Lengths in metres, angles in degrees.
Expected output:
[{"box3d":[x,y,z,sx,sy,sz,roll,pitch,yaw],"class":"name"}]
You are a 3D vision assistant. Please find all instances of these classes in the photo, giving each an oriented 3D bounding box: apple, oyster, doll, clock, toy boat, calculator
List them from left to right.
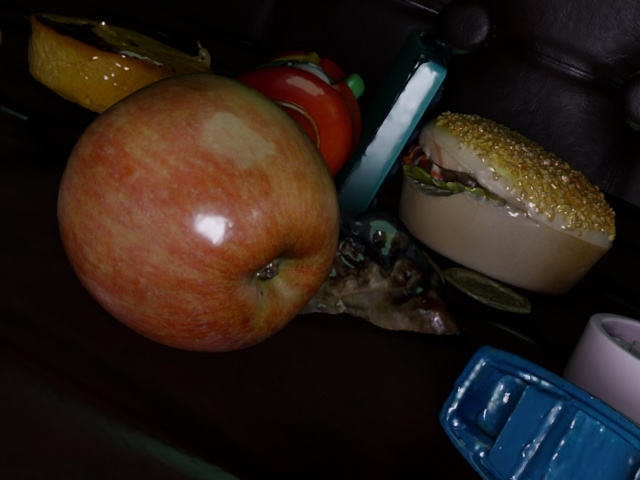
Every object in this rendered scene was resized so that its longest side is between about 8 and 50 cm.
[{"box3d":[-0.081,-0.017,0.750,0.174,0.188,0.188,37,20,32],"class":"apple"},{"box3d":[-0.046,-0.127,1.246,0.182,0.160,0.363,-8,14,10],"class":"doll"},{"box3d":[-0.010,-0.003,1.007,0.361,0.096,0.221,14,9,-38],"class":"oyster"},{"box3d":[0.087,-0.145,1.350,0.058,0.248,0.274,28,13,-5],"class":"calculator"},{"box3d":[0.203,0.172,0.679,0.061,0.096,0.299,19,14,-49],"class":"toy boat"},{"box3d":[0.336,0.144,1.020,0.196,0.068,0.197,21,14,-6],"class":"clock"}]

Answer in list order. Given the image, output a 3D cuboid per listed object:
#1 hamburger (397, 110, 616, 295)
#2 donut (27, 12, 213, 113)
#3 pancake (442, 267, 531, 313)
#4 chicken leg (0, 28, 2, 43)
[{"box3d":[0.241,-0.053,1.388,0.302,0.170,0.302,21,15,-6],"class":"hamburger"},{"box3d":[-0.267,-0.235,1.409,0.253,0.118,0.253,22,16,-7],"class":"donut"},{"box3d":[0.192,0.059,1.233,0.114,0.011,0.115,19,16,-6],"class":"pancake"},{"box3d":[-0.533,-0.308,1.375,0.251,0.087,0.107,27,34,-8],"class":"chicken leg"}]
